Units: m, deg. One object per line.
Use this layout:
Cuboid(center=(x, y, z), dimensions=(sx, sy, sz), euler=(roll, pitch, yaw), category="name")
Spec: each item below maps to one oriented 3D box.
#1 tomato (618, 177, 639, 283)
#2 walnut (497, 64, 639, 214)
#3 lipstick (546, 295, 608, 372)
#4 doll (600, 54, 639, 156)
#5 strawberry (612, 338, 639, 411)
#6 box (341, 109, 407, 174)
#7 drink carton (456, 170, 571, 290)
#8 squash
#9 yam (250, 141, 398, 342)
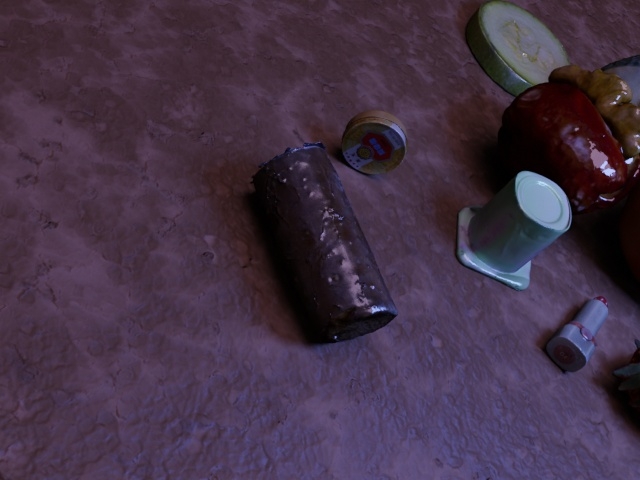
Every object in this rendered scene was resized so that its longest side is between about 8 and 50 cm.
Cuboid(center=(0.700, -0.038, 1.405), dimensions=(0.341, 0.273, 0.341), euler=(-9, 106, -33), category="tomato")
Cuboid(center=(0.445, -0.171, 1.395), dimensions=(0.222, 0.244, 0.269), euler=(32, 18, -50), category="walnut")
Cuboid(center=(0.433, 0.136, 1.313), dimensions=(0.063, 0.057, 0.186), euler=(46, 44, 6), category="lipstick")
Cuboid(center=(0.671, -0.244, 1.619), dimensions=(0.349, 0.247, 0.247), euler=(-3, 59, -50), category="doll")
Cuboid(center=(0.578, 0.238, 1.304), dimensions=(0.228, 0.098, 0.174), euler=(-3, 43, -46), category="strawberry")
Cuboid(center=(0.086, -0.155, 1.278), dimensions=(0.105, 0.105, 0.037), euler=(27, 41, -12), category="box")
Cuboid(center=(0.319, -0.028, 1.303), dimensions=(0.146, 0.142, 0.144), euler=(22, 48, -14), category="drink carton")
Cuboid(center=(0.425, -0.399, 1.697), dimensions=(0.252, 0.049, 0.252), euler=(16, 51, -21), category="squash")
Cuboid(center=(-0.001, 0.001, 1.104), dimensions=(0.131, 0.131, 0.279), euler=(-6, 63, -34), category="yam")
